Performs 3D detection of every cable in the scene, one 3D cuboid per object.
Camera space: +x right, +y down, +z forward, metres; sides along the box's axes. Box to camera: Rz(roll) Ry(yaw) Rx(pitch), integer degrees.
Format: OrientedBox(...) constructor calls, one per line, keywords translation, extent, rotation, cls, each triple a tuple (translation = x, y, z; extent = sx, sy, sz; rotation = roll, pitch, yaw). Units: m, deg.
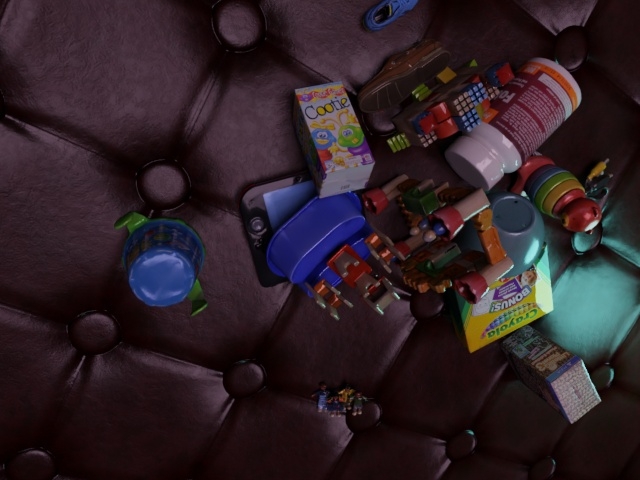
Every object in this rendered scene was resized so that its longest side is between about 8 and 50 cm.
OrientedBox(translation=(0.960, -0.184, 1.732), extent=(0.287, 0.072, 0.139), rotation=(-27, 126, -16), cls="cable")

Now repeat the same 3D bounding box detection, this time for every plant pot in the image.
OrientedBox(translation=(0.593, -0.044, 1.530), extent=(0.291, 0.195, 0.290), rotation=(-1, 68, 4), cls="plant pot")

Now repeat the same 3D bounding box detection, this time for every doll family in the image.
OrientedBox(translation=(0.066, 0.565, 1.701), extent=(0.193, 0.076, 0.111), rotation=(-4, 112, -12), cls="doll family")

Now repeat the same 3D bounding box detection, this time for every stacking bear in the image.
OrientedBox(translation=(0.793, -0.139, 1.565), extent=(0.164, 0.289, 0.175), rotation=(-16, 135, -13), cls="stacking bear")

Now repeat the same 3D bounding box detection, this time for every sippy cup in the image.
OrientedBox(translation=(-0.438, 0.070, 1.322), extent=(0.306, 0.224, 0.240), rotation=(18, 99, -20), cls="sippy cup")

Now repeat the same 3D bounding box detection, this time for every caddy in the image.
OrientedBox(translation=(0.000, 0.000, 1.408), extent=(0.341, 0.179, 0.241), rotation=(-42, 140, 1), cls="caddy")

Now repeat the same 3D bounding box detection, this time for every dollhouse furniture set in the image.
OrientedBox(translation=(0.114, 0.104, 1.387), extent=(0.262, 0.135, 0.259), rotation=(-43, 130, 2), cls="dollhouse furniture set")

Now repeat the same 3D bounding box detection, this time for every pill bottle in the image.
OrientedBox(translation=(0.597, -0.360, 1.502), extent=(0.392, 0.224, 0.224), rotation=(-46, 113, 0), cls="pill bottle")

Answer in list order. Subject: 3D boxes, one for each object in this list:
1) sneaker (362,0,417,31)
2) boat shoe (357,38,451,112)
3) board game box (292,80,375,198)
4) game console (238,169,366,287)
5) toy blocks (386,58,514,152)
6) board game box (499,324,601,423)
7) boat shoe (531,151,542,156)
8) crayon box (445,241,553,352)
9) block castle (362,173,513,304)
OrientedBox(translation=(0.220, -0.678, 1.372), extent=(0.209, 0.082, 0.069), rotation=(-36, 111, -5), cls="sneaker")
OrientedBox(translation=(0.233, -0.494, 1.423), extent=(0.307, 0.104, 0.110), rotation=(-30, 152, -2), cls="boat shoe")
OrientedBox(translation=(0.028, -0.282, 1.322), extent=(0.144, 0.142, 0.275), rotation=(-15, 69, -12), cls="board game box")
OrientedBox(translation=(-0.042, -0.051, 1.493), extent=(0.387, 0.060, 0.341), rotation=(-17, 110, -11), cls="game console")
OrientedBox(translation=(0.395, -0.400, 1.409), extent=(0.381, 0.261, 0.190), rotation=(-36, 113, -3), cls="toy blocks")
OrientedBox(translation=(0.862, 0.496, 1.798), extent=(0.141, 0.291, 0.232), rotation=(-36, 112, -4), cls="board game box")
OrientedBox(translation=(0.718, -0.294, 1.643), extent=(0.184, 0.063, 0.066), rotation=(23, 98, -21), cls="boat shoe")
OrientedBox(translation=(0.642, 0.190, 1.700), extent=(0.363, 0.106, 0.313), rotation=(-25, 119, -6), cls="crayon box")
OrientedBox(translation=(0.311, -0.010, 1.403), extent=(0.213, 0.453, 0.303), rotation=(-33, 114, -13), cls="block castle")
